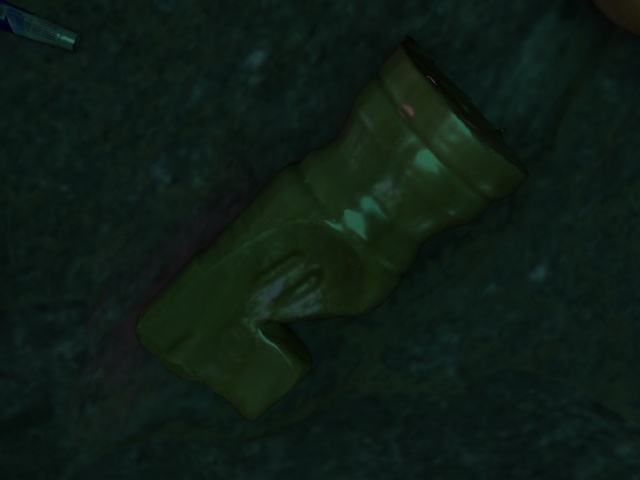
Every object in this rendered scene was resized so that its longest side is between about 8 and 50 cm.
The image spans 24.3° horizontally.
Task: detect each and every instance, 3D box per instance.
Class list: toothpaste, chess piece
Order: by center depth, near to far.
[{"bbox_3d":[0.000,0.000,1.084,0.301,0.137,0.137,-42,94,12],"label":"chess piece"},{"bbox_3d":[-0.220,-0.162,1.105,0.083,0.015,0.024,20,93,2],"label":"toothpaste"}]

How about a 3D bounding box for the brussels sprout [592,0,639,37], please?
[{"bbox_3d":[0.281,-0.285,1.017,0.259,0.227,0.294,22,118,-5],"label":"brussels sprout"}]
